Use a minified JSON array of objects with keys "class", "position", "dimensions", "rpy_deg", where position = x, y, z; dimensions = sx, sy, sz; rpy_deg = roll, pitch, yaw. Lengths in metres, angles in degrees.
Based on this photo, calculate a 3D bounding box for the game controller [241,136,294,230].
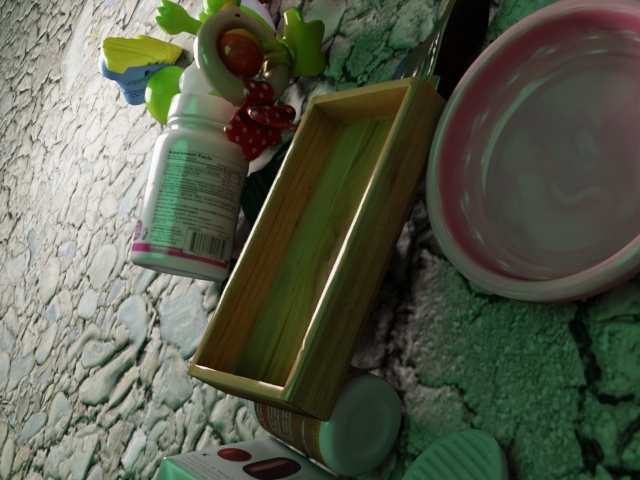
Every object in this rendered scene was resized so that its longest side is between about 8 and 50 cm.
[{"class":"game controller","position":[-0.022,-0.025,1.159],"dimensions":[0.166,0.067,0.319],"rpy_deg":[-38,46,11]}]

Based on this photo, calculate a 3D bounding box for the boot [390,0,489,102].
[{"class":"boot","position":[0.150,-0.258,1.046],"dimensions":[0.106,0.082,0.219],"rpy_deg":[13,84,48]}]

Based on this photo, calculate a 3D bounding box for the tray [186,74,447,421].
[{"class":"tray","position":[0.000,0.000,0.963],"dimensions":[0.202,0.076,0.411],"rpy_deg":[1,63,50]}]

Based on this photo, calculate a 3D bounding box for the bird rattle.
[{"class":"bird rattle","position":[-0.111,-0.262,1.243],"dimensions":[0.143,0.207,0.254],"rpy_deg":[-26,32,56]}]

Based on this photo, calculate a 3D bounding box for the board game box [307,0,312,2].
[{"class":"board game box","position":[-0.048,-0.679,1.216],"dimensions":[0.356,0.356,0.356],"rpy_deg":[-41,38,30]}]

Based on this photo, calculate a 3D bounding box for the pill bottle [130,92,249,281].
[{"class":"pill bottle","position":[-0.205,-0.085,1.289],"dimensions":[0.160,0.160,0.283],"rpy_deg":[0,76,48]}]

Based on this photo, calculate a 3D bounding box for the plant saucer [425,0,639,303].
[{"class":"plant saucer","position":[0.262,-0.091,0.833],"dimensions":[0.332,0.084,0.332],"rpy_deg":[-21,60,42]}]

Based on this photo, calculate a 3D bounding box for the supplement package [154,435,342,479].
[{"class":"supplement package","position":[-0.063,0.332,0.861],"dimensions":[0.194,0.203,0.149],"rpy_deg":[24,96,29]}]

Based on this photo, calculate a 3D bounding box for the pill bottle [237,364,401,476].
[{"class":"pill bottle","position":[-0.013,0.199,0.981],"dimensions":[0.216,0.121,0.121],"rpy_deg":[13,83,50]}]

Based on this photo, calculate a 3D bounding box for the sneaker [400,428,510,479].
[{"class":"sneaker","position":[0.118,0.350,0.777],"dimensions":[0.126,0.127,0.321],"rpy_deg":[-4,45,41]}]

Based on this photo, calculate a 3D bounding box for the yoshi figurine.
[{"class":"yoshi figurine","position":[-0.221,-0.350,1.440],"dimensions":[0.203,0.203,0.362],"rpy_deg":[8,81,66]}]

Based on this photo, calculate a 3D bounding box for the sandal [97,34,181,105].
[{"class":"sandal","position":[-0.356,-0.330,1.564],"dimensions":[0.317,0.126,0.138],"rpy_deg":[-65,-7,-75]}]
